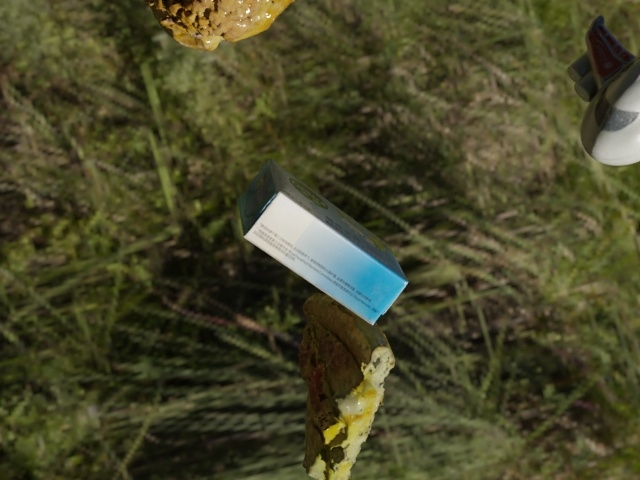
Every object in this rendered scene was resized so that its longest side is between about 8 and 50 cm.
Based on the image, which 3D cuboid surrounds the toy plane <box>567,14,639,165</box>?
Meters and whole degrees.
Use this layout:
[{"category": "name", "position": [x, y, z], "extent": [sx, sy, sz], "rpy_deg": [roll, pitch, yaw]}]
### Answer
[{"category": "toy plane", "position": [0.416, -0.191, 1.457], "extent": [0.118, 0.252, 0.252], "rpy_deg": [50, 23, -56]}]

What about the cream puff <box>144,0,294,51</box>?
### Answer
[{"category": "cream puff", "position": [-0.183, -0.502, 2.055], "extent": [0.231, 0.343, 0.327], "rpy_deg": [29, 37, -49]}]

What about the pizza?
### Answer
[{"category": "pizza", "position": [0.018, 0.221, 1.616], "extent": [0.280, 0.075, 0.288], "rpy_deg": [-167, -99, -70]}]

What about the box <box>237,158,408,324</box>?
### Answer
[{"category": "box", "position": [0.000, 0.001, 1.443], "extent": [0.194, 0.073, 0.139], "rpy_deg": [35, 12, -17]}]
